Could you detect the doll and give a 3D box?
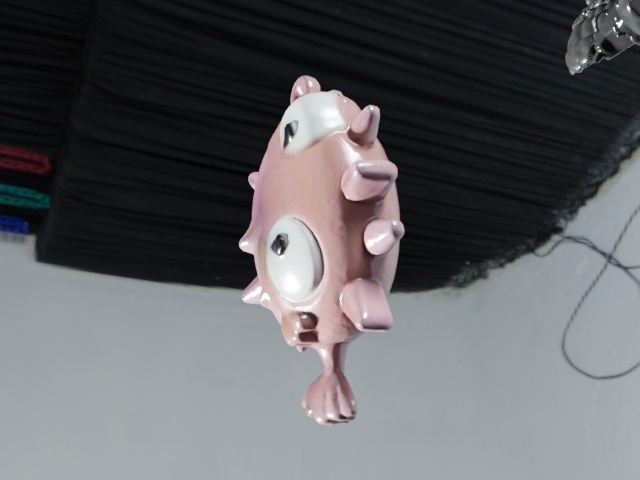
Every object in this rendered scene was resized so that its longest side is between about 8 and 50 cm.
[{"bbox_3d":[0.000,0.000,0.565,0.211,0.093,0.262,-20,68,62],"label":"doll"}]

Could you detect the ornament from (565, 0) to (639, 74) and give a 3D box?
[{"bbox_3d":[0.416,-0.341,1.106,0.251,0.106,0.260,-68,13,-18],"label":"ornament"}]
